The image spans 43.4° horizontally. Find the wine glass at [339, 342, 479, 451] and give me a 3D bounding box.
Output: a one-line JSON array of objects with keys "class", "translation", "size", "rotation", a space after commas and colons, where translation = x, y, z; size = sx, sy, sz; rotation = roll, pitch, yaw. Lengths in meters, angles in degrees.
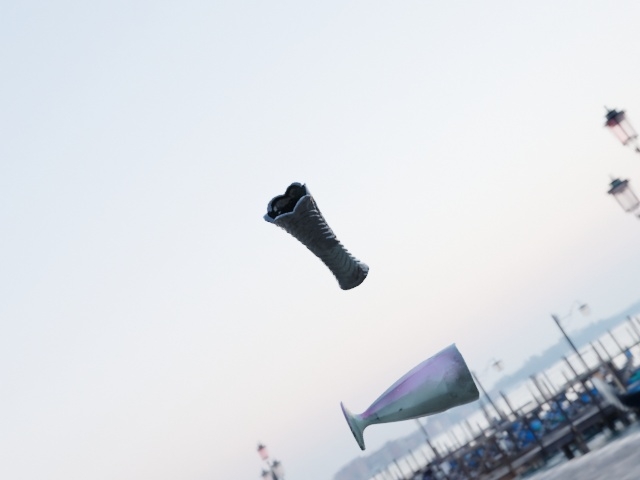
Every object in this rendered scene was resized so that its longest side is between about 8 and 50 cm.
[{"class": "wine glass", "translation": [0.104, 0.185, 0.941], "size": [0.155, 0.073, 0.073], "rotation": [-26, -16, -2]}]

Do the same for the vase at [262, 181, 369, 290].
[{"class": "vase", "translation": [0.000, 0.000, 1.621], "size": [0.115, 0.237, 0.115], "rotation": [-30, 30, 20]}]
